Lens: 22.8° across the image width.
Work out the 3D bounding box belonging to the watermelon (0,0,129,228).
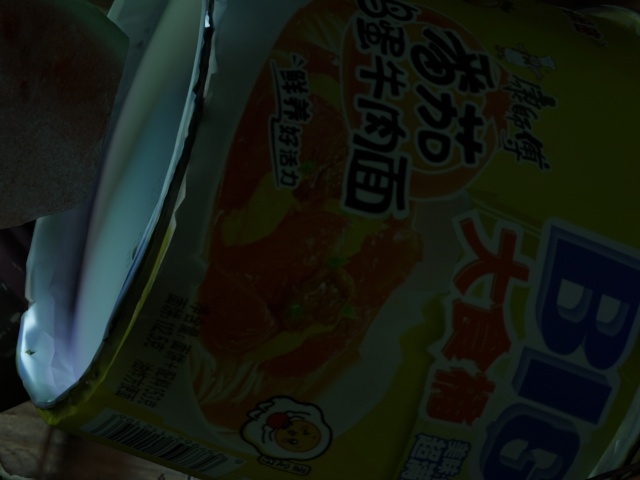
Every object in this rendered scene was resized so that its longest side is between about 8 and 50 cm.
[{"bbox_3d":[-0.108,-0.040,0.465,0.092,0.084,0.072,-24,40,38],"label":"watermelon"}]

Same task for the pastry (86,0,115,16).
[{"bbox_3d":[-0.154,-0.086,0.945,0.088,0.166,0.166,57,148,2],"label":"pastry"}]

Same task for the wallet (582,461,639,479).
[{"bbox_3d":[0.091,0.118,0.334,0.195,0.042,0.160,-39,39,56],"label":"wallet"}]

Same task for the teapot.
[{"bbox_3d":[-0.213,0.055,0.981,0.146,0.116,0.148,-42,11,0],"label":"teapot"}]

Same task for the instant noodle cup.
[{"bbox_3d":[0.000,0.000,0.497,0.205,0.153,0.204,-165,90,-70],"label":"instant noodle cup"}]
